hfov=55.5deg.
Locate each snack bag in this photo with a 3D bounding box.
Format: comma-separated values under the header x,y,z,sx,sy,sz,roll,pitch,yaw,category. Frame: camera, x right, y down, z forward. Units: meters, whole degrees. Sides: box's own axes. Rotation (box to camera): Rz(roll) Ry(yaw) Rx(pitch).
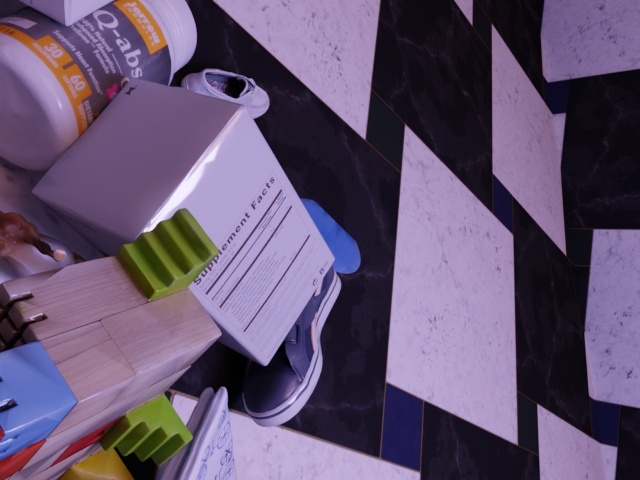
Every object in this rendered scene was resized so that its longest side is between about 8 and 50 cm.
x,y,z,sx,sy,sz,roll,pitch,yaw,category
-0.166,0.363,0.625,0.323,0.037,0.342,98,12,-49,snack bag

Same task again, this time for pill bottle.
x,y,z,sx,sy,sz,roll,pitch,yaw,category
-0.278,-0.215,0.732,0.162,0.162,0.278,58,41,-22,pill bottle

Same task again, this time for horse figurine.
x,y,z,sx,sy,sz,roll,pitch,yaw,category
-0.288,0.028,0.666,0.066,0.174,0.263,-56,133,-15,horse figurine

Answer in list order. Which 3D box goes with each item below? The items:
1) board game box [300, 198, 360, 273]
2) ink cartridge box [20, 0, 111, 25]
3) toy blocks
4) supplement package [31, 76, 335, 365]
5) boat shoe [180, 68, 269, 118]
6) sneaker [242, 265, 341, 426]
x,y,z,sx,sy,sz,roll,pitch,yaw,category
0.000,0.000,1.112,0.169,0.033,0.133,44,29,-6,board game box
-0.323,-0.373,0.655,0.273,0.114,0.198,30,47,1,ink cartridge box
-0.259,0.148,0.458,0.190,0.381,0.261,52,28,11,toy blocks
-0.137,-0.013,0.709,0.175,0.178,0.293,-56,145,-19,supplement package
-0.140,-0.245,0.998,0.184,0.063,0.066,7,73,-51,boat shoe
-0.062,0.121,0.931,0.127,0.126,0.321,58,29,-29,sneaker
